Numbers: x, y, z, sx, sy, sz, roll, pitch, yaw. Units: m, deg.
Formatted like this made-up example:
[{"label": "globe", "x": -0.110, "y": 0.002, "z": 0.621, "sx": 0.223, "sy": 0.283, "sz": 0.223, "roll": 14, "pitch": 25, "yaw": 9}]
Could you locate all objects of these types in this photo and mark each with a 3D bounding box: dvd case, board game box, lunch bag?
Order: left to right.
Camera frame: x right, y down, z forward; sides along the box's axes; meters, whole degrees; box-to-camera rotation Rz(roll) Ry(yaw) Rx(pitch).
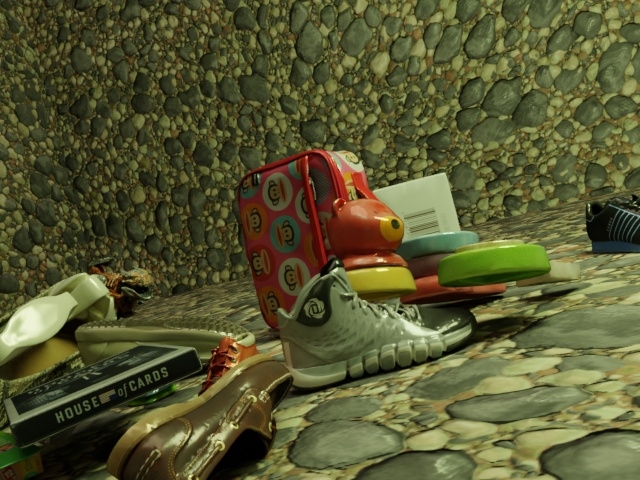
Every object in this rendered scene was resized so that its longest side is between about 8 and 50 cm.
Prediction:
[{"label": "board game box", "x": -0.387, "y": 0.243, "z": 0.707, "sx": 0.124, "sy": 0.039, "sz": 0.259, "roll": -17, "pitch": 0, "yaw": -38}, {"label": "dvd case", "x": -0.246, "y": 0.159, "z": 0.725, "sx": 0.179, "sy": 0.030, "sz": 0.238, "roll": -21, "pitch": 3, "yaw": -28}, {"label": "lunch bag", "x": 0.000, "y": 0.000, "z": 1.116, "sx": 0.258, "sy": 0.293, "sz": 0.120, "roll": -14, "pitch": -3, "yaw": 35}]

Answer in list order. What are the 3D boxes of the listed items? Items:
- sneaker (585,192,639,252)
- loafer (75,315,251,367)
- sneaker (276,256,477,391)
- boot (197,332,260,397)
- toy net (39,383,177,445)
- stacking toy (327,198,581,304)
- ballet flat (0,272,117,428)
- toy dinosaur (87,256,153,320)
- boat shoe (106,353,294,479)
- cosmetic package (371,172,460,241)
[{"label": "sneaker", "x": 0.518, "y": -0.032, "z": 1.080, "sx": 0.081, "sy": 0.090, "sz": 0.232, "roll": -15, "pitch": 1, "yaw": -22}, {"label": "loafer", "x": -0.234, "y": 0.169, "z": 1.018, "sx": 0.268, "sy": 0.092, "sz": 0.102, "roll": 2, "pitch": 6, "yaw": -1}, {"label": "sneaker", "x": 0.058, "y": 0.076, "z": 0.744, "sx": 0.228, "sy": 0.132, "sz": 0.086, "roll": -15, "pitch": 2, "yaw": -10}, {"label": "boot", "x": -0.101, "y": 0.145, "z": 0.678, "sx": 0.059, "sy": 0.085, "sz": 0.158, "roll": -12, "pitch": 4, "yaw": 20}, {"label": "toy net", "x": -0.257, "y": 0.204, "z": 0.825, "sx": 0.122, "sy": 0.045, "sz": 0.232, "roll": -11, "pitch": 5, "yaw": 36}, {"label": "stacking toy", "x": 0.175, "y": 0.004, "z": 0.892, "sx": 0.279, "sy": 0.130, "sz": 0.309, "roll": -14, "pitch": -13, "yaw": 34}, {"label": "ballet flat", "x": -0.434, "y": 0.148, "z": 1.075, "sx": 0.182, "sy": 0.164, "sz": 0.483, "roll": -53, "pitch": 0, "yaw": 17}, {"label": "toy dinosaur", "x": -0.495, "y": 0.153, "z": 1.505, "sx": 0.164, "sy": 0.218, "sz": 0.322, "roll": -17, "pitch": 3, "yaw": -42}, {"label": "boat shoe", "x": -0.074, "y": 0.155, "z": 0.537, "sx": 0.073, "sy": 0.073, "sz": 0.207, "roll": 27, "pitch": 23, "yaw": 20}, {"label": "cosmetic package", "x": 0.200, "y": -0.023, "z": 1.474, "sx": 0.156, "sy": 0.217, "sz": 0.385, "roll": -14, "pitch": 0, "yaw": 0}]
